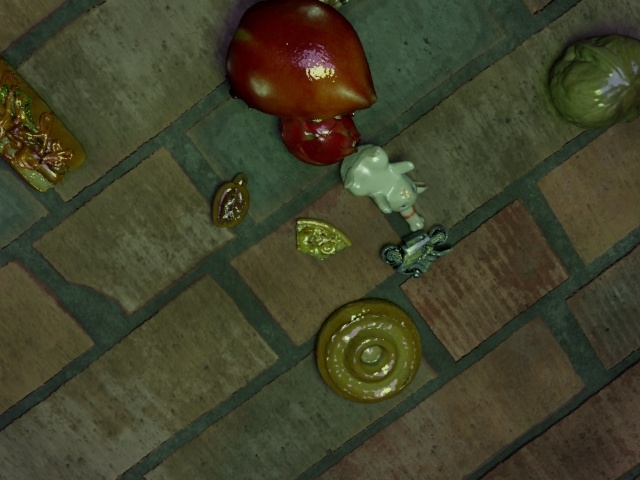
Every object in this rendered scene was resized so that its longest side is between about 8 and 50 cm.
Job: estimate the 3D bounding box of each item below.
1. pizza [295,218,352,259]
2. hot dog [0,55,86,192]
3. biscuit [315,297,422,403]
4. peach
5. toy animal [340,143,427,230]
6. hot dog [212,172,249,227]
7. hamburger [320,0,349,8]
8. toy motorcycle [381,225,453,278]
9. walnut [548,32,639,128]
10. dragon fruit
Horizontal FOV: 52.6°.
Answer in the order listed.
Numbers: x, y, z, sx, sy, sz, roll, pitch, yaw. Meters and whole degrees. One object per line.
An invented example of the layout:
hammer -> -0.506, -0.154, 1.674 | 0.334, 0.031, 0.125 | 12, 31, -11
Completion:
pizza -> 0.000, 0.000, 1.674 | 0.160, 0.036, 0.099 | 25, 98, -14
hot dog -> -0.689, -0.270, 1.457 | 0.158, 0.117, 0.348 | -37, 106, 0
biscuit -> 0.132, 0.302, 1.737 | 0.296, 0.102, 0.296 | -1, 103, -6
peach -> -0.041, -0.405, 1.413 | 0.362, 0.201, 0.257 | 23, 60, 17
toy animal -> 0.184, -0.132, 1.620 | 0.282, 0.138, 0.140 | 32, 92, -16
hot dog -> -0.221, -0.098, 1.607 | 0.090, 0.060, 0.140 | 8, 109, -15
hamburger -> -0.045, -0.597, 1.494 | 0.208, 0.135, 0.155 | 33, 113, -29
toy motorcycle -> 0.259, 0.040, 1.713 | 0.193, 0.061, 0.124 | -21, 114, -6
walnut -> 0.697, -0.391, 1.596 | 0.248, 0.248, 0.248 | -2, 104, -9
dragon fruit -> -0.005, -0.262, 1.541 | 0.210, 0.172, 0.172 | 19, 100, 2
